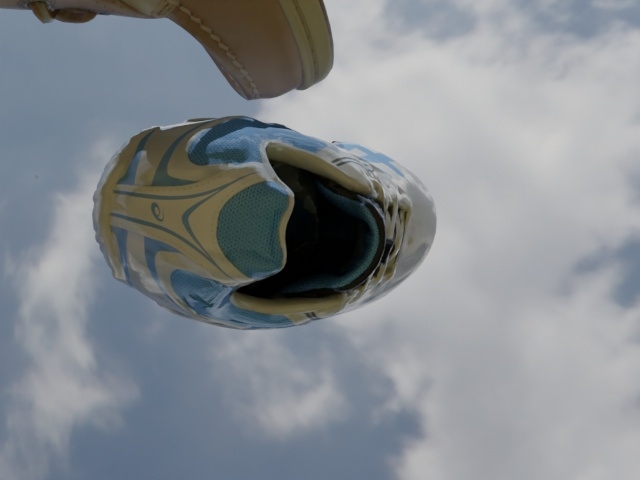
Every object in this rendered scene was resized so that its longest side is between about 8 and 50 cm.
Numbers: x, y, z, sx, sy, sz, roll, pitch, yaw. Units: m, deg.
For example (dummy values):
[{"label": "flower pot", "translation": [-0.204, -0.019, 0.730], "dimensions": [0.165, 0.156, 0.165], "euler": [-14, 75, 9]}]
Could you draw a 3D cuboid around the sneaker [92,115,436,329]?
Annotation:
[{"label": "sneaker", "translation": [0.000, 0.000, 0.680], "dimensions": [0.086, 0.237, 0.085], "euler": [18, -84, 24]}]

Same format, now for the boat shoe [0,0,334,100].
[{"label": "boat shoe", "translation": [-0.106, -0.149, 0.679], "dimensions": [0.110, 0.121, 0.341], "euler": [-43, -40, -1]}]
